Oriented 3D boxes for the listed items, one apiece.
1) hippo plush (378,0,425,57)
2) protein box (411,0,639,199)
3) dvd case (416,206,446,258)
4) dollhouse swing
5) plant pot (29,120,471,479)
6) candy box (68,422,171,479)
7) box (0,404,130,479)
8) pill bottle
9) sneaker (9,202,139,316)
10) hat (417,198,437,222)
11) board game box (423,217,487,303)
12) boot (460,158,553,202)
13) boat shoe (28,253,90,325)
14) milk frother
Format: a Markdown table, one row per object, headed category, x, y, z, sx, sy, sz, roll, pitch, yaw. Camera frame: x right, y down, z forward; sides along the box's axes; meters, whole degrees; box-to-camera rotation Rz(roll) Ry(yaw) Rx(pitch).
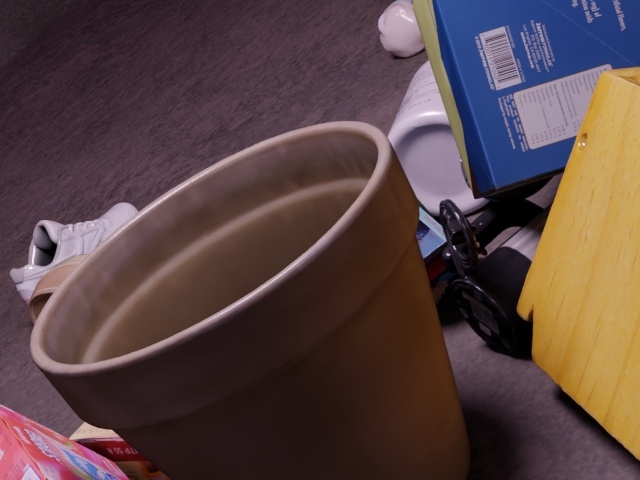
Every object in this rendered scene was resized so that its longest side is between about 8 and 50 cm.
| category | x | y | z | sx | sy | sz | roll | pitch | yaw |
| --- | --- | --- | --- | --- | --- | --- | --- | --- | --- |
| hippo plush | 0.154 | -0.429 | 2.322 | 0.234 | 0.236 | 0.294 | -23 | 23 | 21 |
| protein box | 0.212 | -0.163 | 1.484 | 0.201 | 0.199 | 0.136 | -17 | -1 | -4 |
| dvd case | 0.076 | -0.003 | 1.644 | 0.013 | 0.087 | 0.119 | -50 | 2 | -30 |
| dollhouse swing | 0.386 | 0.018 | 1.287 | 0.347 | 0.305 | 0.315 | -133 | 60 | -68 |
| plant pot | -0.023 | 0.105 | 1.334 | 0.323 | 0.280 | 0.323 | -27 | 22 | 12 |
| candy box | -0.081 | 0.122 | 1.637 | 0.183 | 0.087 | 0.316 | -9 | 31 | 46 |
| box | -0.237 | 0.255 | 1.391 | 0.154 | 0.142 | 0.300 | -61 | 21 | -5 |
| pill bottle | 0.153 | -0.136 | 1.829 | 0.131 | 0.131 | 0.229 | -20 | 24 | 26 |
| sneaker | -0.316 | 0.007 | 2.160 | 0.090 | 0.115 | 0.232 | -13 | 28 | 39 |
| hat | 0.000 | 0.000 | 1.737 | 0.183 | 0.173 | 0.208 | -47 | 20 | -4 |
| board game box | 0.121 | 0.032 | 1.599 | 0.133 | 0.033 | 0.168 | -30 | -11 | -36 |
| boot | 0.232 | -0.152 | 1.699 | 0.118 | 0.222 | 0.338 | 15 | 68 | 15 |
| boat shoe | -0.242 | 0.094 | 1.866 | 0.341 | 0.121 | 0.110 | -2 | 35 | 50 |
| milk frother | 0.177 | 0.002 | 1.463 | 0.135 | 0.129 | 0.143 | -39 | -22 | -18 |
